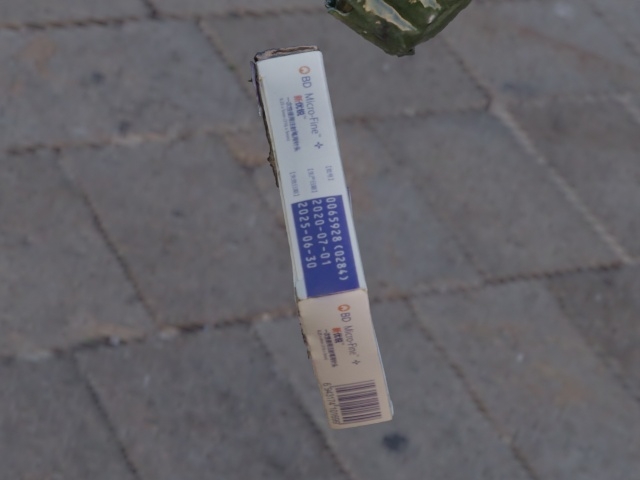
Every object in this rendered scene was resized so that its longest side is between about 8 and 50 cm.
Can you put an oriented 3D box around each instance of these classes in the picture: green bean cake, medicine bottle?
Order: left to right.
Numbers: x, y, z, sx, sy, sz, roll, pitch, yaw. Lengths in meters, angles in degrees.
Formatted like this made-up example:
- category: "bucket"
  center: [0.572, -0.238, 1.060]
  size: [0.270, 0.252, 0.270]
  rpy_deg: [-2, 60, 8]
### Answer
- category: "medicine bottle"
  center: [0.000, 0.000, 1.217]
  size: [0.052, 0.171, 0.201]
  rpy_deg: [-12, 54, 1]
- category: "green bean cake"
  center: [0.091, -0.257, 1.532]
  size: [0.094, 0.181, 0.173]
  rpy_deg: [34, 29, -21]
